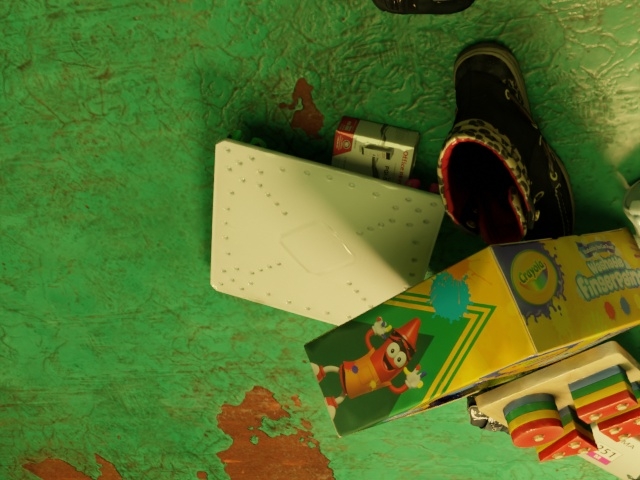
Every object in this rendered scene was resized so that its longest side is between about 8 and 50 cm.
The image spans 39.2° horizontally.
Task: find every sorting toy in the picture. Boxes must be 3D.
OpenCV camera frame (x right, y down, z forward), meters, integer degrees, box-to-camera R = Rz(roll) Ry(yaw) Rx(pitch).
[{"bbox_3d":[0.440,0.296,1.542,0.255,0.089,0.257,-28,143,24],"label":"sorting toy"}]

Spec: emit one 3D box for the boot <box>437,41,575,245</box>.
[{"bbox_3d":[0.283,-0.080,1.353,0.138,0.284,0.377,-12,119,24],"label":"boot"}]

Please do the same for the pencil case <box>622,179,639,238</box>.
[{"bbox_3d":[0.582,0.020,1.440,0.124,0.113,0.273,-35,113,-6],"label":"pencil case"}]

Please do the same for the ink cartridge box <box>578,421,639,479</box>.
[{"bbox_3d":[0.648,0.386,1.695,0.275,0.060,0.239,29,139,-5],"label":"ink cartridge box"}]

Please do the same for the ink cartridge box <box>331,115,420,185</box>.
[{"bbox_3d":[0.091,-0.142,1.511,0.135,0.056,0.099,13,126,8],"label":"ink cartridge box"}]

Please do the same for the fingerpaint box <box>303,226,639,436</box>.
[{"bbox_3d":[0.266,0.137,1.393,0.371,0.444,0.163,-32,73,38],"label":"fingerpaint box"}]

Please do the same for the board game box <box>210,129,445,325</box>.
[{"bbox_3d":[0.000,0.000,1.602,0.390,0.050,0.390,16,138,6],"label":"board game box"}]

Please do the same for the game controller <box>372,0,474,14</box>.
[{"bbox_3d":[0.150,-0.472,1.268,0.166,0.067,0.319,-2,125,0],"label":"game controller"}]

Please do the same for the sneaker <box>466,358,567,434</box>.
[{"bbox_3d":[0.370,0.294,1.718,0.163,0.086,0.226,17,129,1],"label":"sneaker"}]
